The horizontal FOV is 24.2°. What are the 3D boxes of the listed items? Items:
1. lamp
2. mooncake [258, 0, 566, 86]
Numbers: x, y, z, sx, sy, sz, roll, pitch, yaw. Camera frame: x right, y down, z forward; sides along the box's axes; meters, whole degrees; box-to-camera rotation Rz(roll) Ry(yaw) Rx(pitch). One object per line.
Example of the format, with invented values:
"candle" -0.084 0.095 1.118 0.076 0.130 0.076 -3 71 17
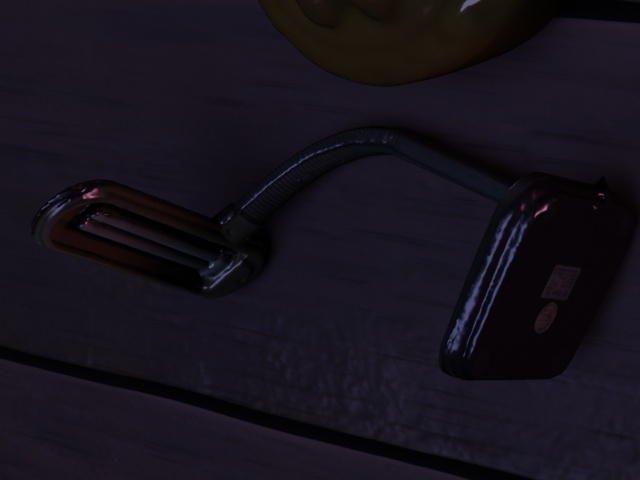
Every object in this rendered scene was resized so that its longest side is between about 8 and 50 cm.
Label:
"lamp" -0.001 -0.007 0.801 0.283 0.203 0.124 12 94 36
"mooncake" 0.050 -0.202 0.744 0.235 0.117 0.234 13 112 34
